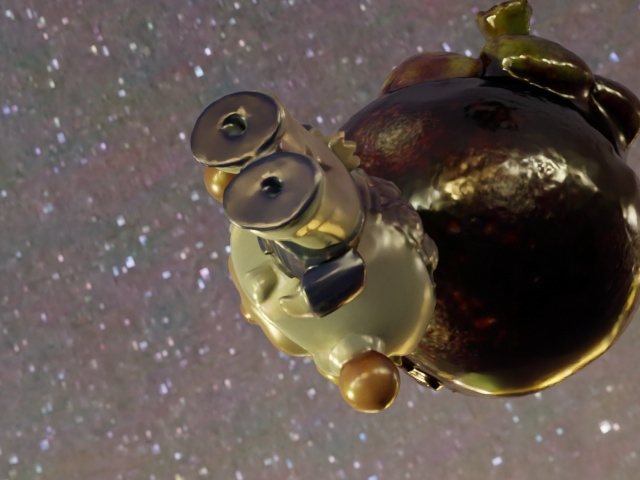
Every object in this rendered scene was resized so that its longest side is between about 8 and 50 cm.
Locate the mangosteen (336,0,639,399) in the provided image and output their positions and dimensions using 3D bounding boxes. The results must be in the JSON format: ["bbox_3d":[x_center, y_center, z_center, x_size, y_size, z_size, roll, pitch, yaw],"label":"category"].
[{"bbox_3d":[0.149,-0.018,1.043,0.313,0.297,0.297,-35,-34,-22],"label":"mangosteen"}]

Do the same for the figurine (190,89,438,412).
[{"bbox_3d":[-0.006,-0.009,0.760,0.133,0.194,0.274,-34,-44,-3],"label":"figurine"}]
